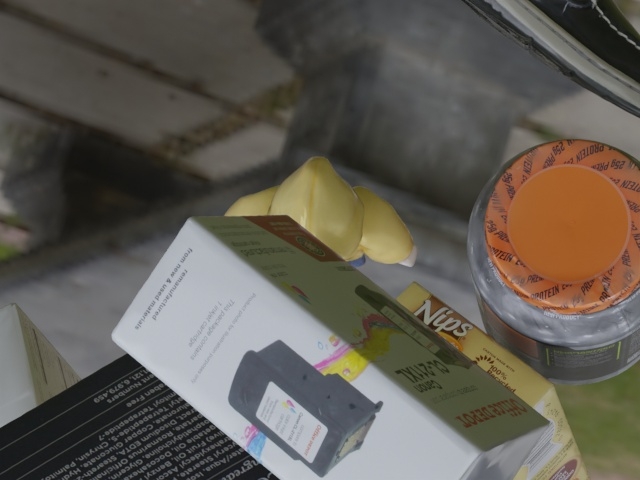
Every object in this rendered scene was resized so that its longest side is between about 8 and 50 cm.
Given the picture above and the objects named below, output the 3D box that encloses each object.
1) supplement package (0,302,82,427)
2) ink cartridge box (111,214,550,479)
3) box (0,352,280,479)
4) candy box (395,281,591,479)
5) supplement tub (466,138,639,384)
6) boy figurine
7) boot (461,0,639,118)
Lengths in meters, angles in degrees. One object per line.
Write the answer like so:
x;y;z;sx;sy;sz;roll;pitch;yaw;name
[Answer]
-0.288;0.240;1.853;0.199;0.198;0.262;-28;133;6;supplement package
0.009;0.067;0.943;0.175;0.072;0.127;38;-167;16;ink cartridge box
-0.046;0.288;1.102;0.312;0.179;0.343;35;146;40;box
0.160;0.189;1.906;0.183;0.087;0.316;38;165;34;candy box
0.236;0.020;1.868;0.194;0.193;0.316;14;169;9;supplement tub
0.000;0.000;1.734;0.177;0.092;0.285;7;167;-5;boy figurine
0.135;-0.184;0.997;0.236;0.178;0.085;38;-176;-9;boot
